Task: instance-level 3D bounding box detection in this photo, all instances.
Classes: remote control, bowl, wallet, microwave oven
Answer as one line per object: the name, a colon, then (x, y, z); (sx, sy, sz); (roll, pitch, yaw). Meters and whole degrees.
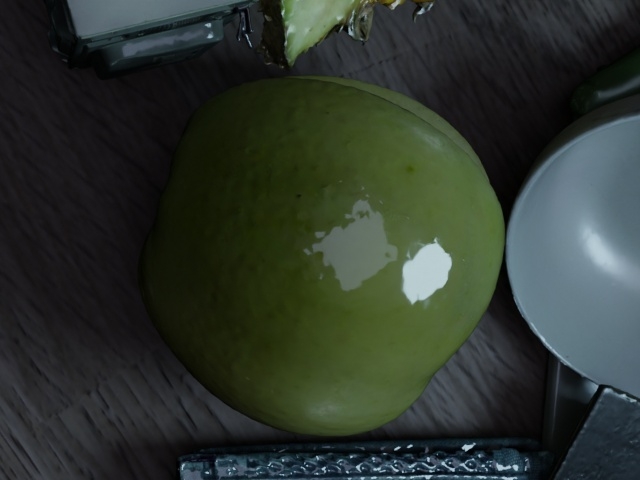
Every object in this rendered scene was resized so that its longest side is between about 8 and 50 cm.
remote control: (0.235, 0.204, 1.115); (0.067, 0.029, 0.261); (4, 90, -13)
bowl: (0.311, -0.010, 1.024); (0.286, 0.144, 0.287); (10, 123, 16)
wallet: (0.033, 0.290, 1.050); (0.342, 0.075, 0.237); (1, 99, -15)
microwave oven: (-0.145, -0.220, 0.890); (0.145, 0.240, 0.194); (-13, 96, -13)

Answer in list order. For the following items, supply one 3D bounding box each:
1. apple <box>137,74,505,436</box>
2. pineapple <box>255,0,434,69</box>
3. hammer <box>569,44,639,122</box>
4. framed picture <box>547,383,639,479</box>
apple: (0.000, 0.000, 0.917); (0.254, 0.292, 0.292); (22, 88, -3)
pineapple: (-0.018, -0.292, 0.944); (0.344, 0.209, 0.286); (24, 100, -45)
hammer: (0.366, -0.196, 1.085); (0.335, 0.119, 0.206); (-33, 99, -2)
framed picture: (0.272, 0.309, 1.074); (0.244, 0.013, 0.324); (24, 98, -19)
